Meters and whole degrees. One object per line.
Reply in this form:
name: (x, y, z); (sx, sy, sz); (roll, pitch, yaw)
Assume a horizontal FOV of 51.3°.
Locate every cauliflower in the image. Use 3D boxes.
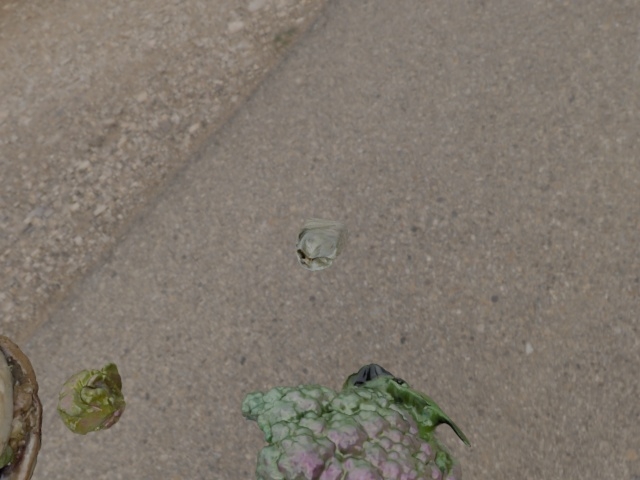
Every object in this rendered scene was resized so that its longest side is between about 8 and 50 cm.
cauliflower: (0.012, 0.265, 0.672); (0.315, 0.256, 0.239); (-45, 61, 28)

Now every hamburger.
hamburger: (-0.454, 0.226, 0.779); (0.243, 0.146, 0.286); (41, 97, 26)

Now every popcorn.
popcorn: (-0.343, 0.238, 0.998); (0.097, 0.089, 0.109); (41, 33, 12)

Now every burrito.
burrito: (0.000, 0.000, 0.989); (0.082, 0.059, 0.275); (-3, 6, 5)
